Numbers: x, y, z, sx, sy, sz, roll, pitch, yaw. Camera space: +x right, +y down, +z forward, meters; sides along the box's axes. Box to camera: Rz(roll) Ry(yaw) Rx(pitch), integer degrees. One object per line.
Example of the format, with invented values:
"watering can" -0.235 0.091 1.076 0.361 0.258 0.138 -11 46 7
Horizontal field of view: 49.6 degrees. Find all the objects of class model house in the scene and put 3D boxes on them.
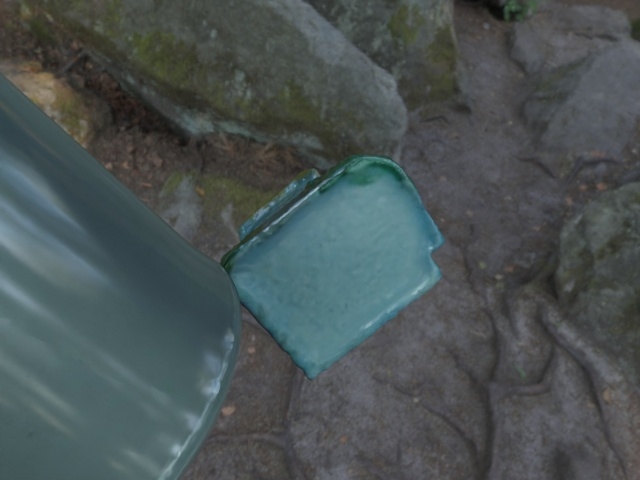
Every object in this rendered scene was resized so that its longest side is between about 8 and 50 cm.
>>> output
"model house" 0.000 0.000 0.995 0.230 0.280 0.249 53 0 -24

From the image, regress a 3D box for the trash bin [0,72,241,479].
"trash bin" -0.253 0.025 0.445 0.432 0.280 0.280 50 27 -35
